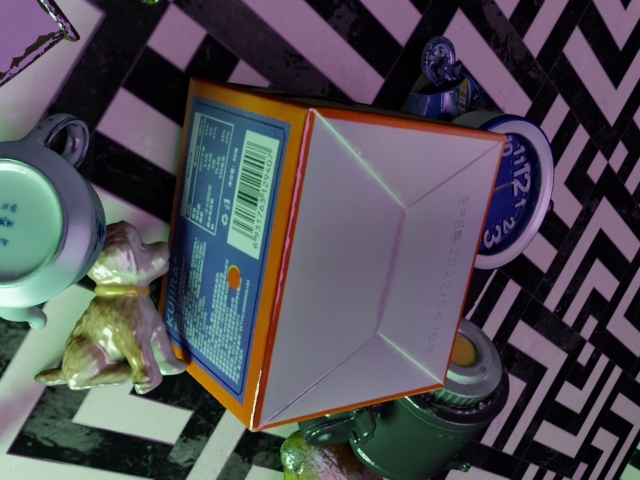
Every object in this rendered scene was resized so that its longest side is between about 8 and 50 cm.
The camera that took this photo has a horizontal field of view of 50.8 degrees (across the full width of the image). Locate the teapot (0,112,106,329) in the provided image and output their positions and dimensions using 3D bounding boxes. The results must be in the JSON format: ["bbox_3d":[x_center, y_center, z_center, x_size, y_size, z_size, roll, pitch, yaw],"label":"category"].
[{"bbox_3d":[-0.286,-0.018,0.685,0.159,0.159,0.231,14,89,-42],"label":"teapot"}]

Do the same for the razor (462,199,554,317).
[{"bbox_3d":[0.261,-0.017,1.147,0.326,0.107,0.189,-50,130,-12],"label":"razor"}]

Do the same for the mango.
[{"bbox_3d":[0.019,0.439,1.129,0.193,0.146,0.316,-30,111,-28],"label":"mango"}]

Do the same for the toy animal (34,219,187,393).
[{"bbox_3d":[-0.259,0.074,0.769,0.104,0.184,0.185,-37,120,-76],"label":"toy animal"}]

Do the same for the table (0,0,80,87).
[{"bbox_3d":[-0.343,-0.179,0.534,0.193,0.169,0.172,-45,131,-17],"label":"table"}]

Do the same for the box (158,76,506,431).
[{"bbox_3d":[0.000,0.000,0.839,0.319,0.257,0.348,-3,109,-41],"label":"box"}]

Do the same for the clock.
[{"bbox_3d":[0.242,-0.073,0.994,0.231,0.083,0.230,-12,111,-35],"label":"clock"}]

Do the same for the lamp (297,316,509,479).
[{"bbox_3d":[0.170,0.239,1.060,0.374,0.205,0.272,13,132,-40],"label":"lamp"}]

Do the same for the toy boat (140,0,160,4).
[{"bbox_3d":[-0.182,-0.279,0.698,0.137,0.060,0.060,2,86,-44],"label":"toy boat"}]

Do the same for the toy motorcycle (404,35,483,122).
[{"bbox_3d":[0.177,-0.172,1.023,0.136,0.092,0.254,2,105,-41],"label":"toy motorcycle"}]
